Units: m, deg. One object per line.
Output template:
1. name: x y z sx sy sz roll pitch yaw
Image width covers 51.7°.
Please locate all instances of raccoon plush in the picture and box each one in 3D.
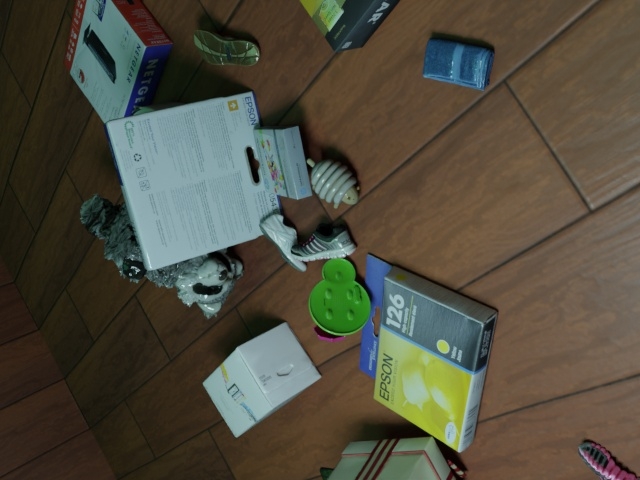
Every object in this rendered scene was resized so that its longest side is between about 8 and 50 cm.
1. raccoon plush: -0.385 0.008 1.675 0.299 0.216 0.446 43 177 -42

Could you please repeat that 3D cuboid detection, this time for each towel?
1. towel: 0.221 -0.288 1.073 0.119 0.029 0.067 26 124 37

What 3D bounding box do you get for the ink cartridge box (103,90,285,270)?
1. ink cartridge box: -0.268 -0.136 1.452 0.071 0.330 0.324 11 116 62

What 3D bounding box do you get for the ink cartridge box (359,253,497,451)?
1. ink cartridge box: 0.185 0.219 1.320 0.307 0.072 0.304 23 124 35

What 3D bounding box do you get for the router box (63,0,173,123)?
1. router box: -0.541 -0.491 1.732 0.301 0.082 0.335 52 137 15

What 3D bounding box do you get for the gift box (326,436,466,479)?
1. gift box: 0.151 0.569 1.348 0.255 0.258 0.277 -13 110 39

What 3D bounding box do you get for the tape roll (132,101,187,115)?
1. tape roll: -0.376 -0.206 1.680 0.286 0.100 0.286 22 123 39

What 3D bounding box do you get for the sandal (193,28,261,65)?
1. sandal: -0.200 -0.421 1.442 0.180 0.049 0.072 16 126 24

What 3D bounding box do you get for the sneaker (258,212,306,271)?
1. sneaker: -0.072 0.005 1.494 0.152 0.061 0.053 53 164 -16

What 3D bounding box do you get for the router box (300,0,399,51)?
1. router box: 0.063 -0.511 1.096 0.243 0.081 0.309 57 138 10

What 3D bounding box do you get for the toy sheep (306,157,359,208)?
1. toy sheep: 0.023 -0.118 1.318 0.132 0.091 0.091 36 133 5

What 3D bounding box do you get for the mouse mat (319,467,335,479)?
1. mouse mat: 0.080 0.651 1.673 0.189 0.007 0.153 -15 97 49

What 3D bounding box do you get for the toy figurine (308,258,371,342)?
1. toy figurine: 0.028 0.148 1.426 0.159 0.130 0.173 108 162 -61

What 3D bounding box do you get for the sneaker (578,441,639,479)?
1. sneaker: 0.482 0.395 1.113 0.119 0.047 0.057 42 145 26

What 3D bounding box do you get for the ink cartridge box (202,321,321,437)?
1. ink cartridge box: -0.148 0.346 1.645 0.168 0.171 0.233 55 137 12

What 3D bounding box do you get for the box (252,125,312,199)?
1. box: -0.083 -0.168 1.395 0.186 0.038 0.145 22 126 64

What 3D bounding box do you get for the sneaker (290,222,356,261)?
1. sneaker: 0.000 0.000 1.414 0.170 0.063 0.075 -6 103 42
